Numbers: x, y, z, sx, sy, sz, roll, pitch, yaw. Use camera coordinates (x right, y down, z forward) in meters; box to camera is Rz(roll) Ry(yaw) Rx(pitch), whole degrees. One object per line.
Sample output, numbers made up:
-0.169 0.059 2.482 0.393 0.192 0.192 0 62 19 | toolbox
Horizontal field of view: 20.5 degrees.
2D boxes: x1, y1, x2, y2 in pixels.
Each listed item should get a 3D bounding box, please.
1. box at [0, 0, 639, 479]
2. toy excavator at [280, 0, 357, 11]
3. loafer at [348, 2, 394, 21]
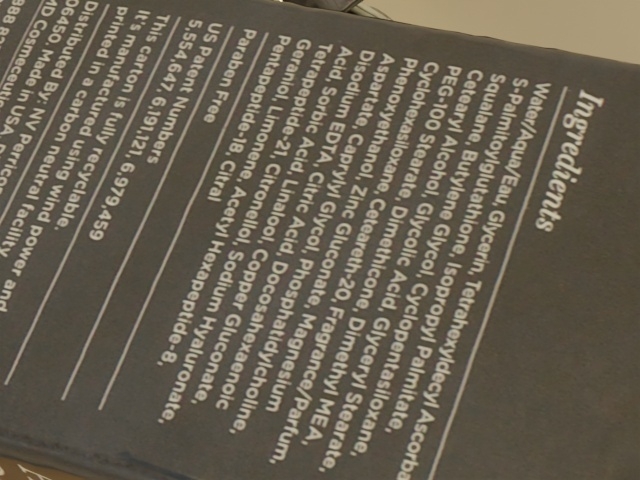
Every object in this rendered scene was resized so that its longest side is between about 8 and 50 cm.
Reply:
0.026 0.073 0.751 0.395 0.212 0.293 12 -27 19 | box
0.154 -0.365 1.106 0.222 0.433 0.445 57 -33 -4 | toy excavator
0.113 -0.108 1.700 0.319 0.112 0.111 39 -32 0 | loafer
